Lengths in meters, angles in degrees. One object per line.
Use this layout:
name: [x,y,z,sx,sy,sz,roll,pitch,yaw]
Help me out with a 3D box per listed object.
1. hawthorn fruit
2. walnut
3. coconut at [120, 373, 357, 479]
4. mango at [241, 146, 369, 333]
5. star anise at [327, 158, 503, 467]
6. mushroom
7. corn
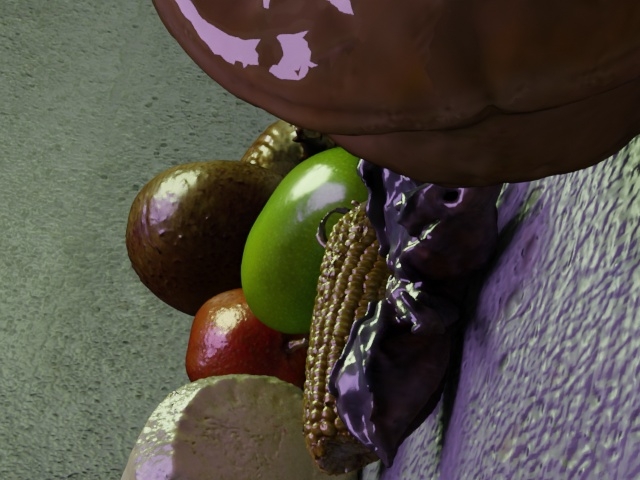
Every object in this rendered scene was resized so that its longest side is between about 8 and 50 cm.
hawthorn fruit: [-0.082,0.157,1.742,0.225,0.196,0.197,-16,54,54]
walnut: [0.082,-0.213,0.637,0.383,0.383,0.384,-163,90,-84]
coconut: [-0.095,0.275,1.243,0.239,0.239,0.244,-79,11,-44]
mango: [0.000,0.000,1.419,0.343,0.156,0.192,123,164,-64]
star anise: [0.072,0.022,0.976,0.198,0.110,0.258,-96,18,-74]
mushroom: [-0.136,-0.053,1.919,0.331,0.334,0.356,17,-109,-72]
corn: [0.036,0.083,1.164,0.106,0.106,0.293,115,169,-50]
